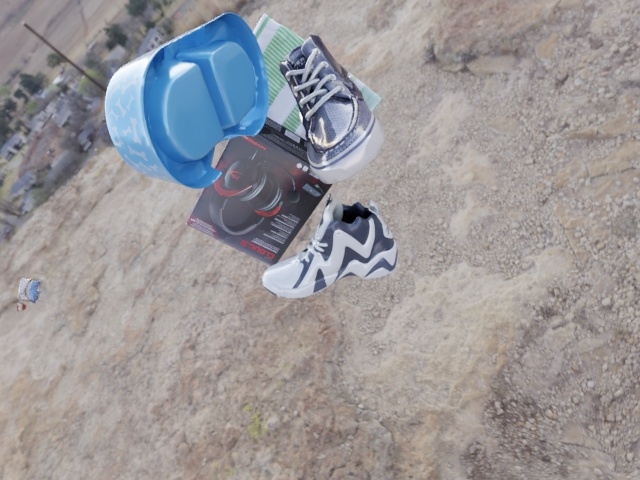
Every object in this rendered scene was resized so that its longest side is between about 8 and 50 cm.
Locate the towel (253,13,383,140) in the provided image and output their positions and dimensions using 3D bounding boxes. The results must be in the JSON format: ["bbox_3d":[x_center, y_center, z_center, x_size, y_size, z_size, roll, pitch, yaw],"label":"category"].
[{"bbox_3d":[-0.062,-0.317,0.959,0.324,0.038,0.248,37,104,1],"label":"towel"}]

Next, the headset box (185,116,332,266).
[{"bbox_3d":[-0.132,-0.094,0.896,0.293,0.218,0.110,-52,19,30],"label":"headset box"}]

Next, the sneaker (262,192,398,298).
[{"bbox_3d":[0.000,0.000,0.685,0.234,0.153,0.094,-10,31,14],"label":"sneaker"}]

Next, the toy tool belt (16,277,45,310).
[{"bbox_3d":[-0.728,0.136,1.060,0.052,0.051,0.084,130,138,-61],"label":"toy tool belt"}]

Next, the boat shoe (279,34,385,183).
[{"bbox_3d":[-0.003,-0.220,0.663,0.127,0.158,0.341,-34,27,14],"label":"boat shoe"}]

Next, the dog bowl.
[{"bbox_3d":[-0.163,-0.188,0.560,0.073,0.166,0.297,2,40,20],"label":"dog bowl"}]
